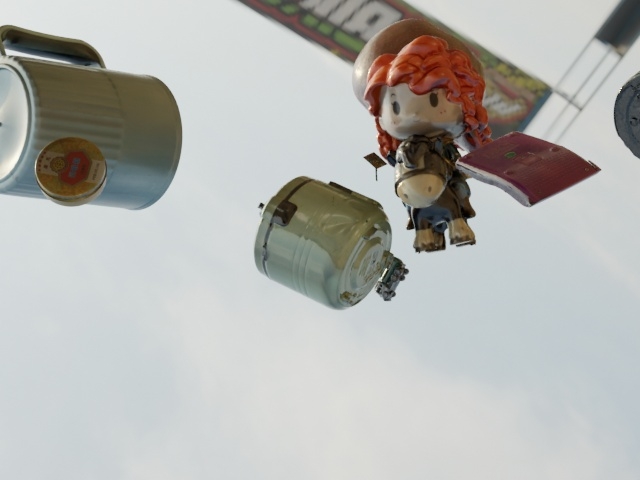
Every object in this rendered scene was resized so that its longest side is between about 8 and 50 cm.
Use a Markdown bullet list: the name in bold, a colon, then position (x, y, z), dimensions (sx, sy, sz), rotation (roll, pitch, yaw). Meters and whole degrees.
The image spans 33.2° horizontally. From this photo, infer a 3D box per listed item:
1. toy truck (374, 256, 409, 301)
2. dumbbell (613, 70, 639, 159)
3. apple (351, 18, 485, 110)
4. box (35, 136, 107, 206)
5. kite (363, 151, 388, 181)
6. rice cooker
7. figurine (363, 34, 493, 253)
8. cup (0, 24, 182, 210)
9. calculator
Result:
- **toy truck**: position (0.137, 0.074, 2.090), dimensions (0.044, 0.083, 0.039), rotation (36, -162, 25)
- **dumbbell**: position (0.682, -0.262, 1.988), dimensions (0.185, 0.185, 0.388), rotation (43, -137, 18)
- **apple**: position (0.222, -0.349, 2.352), dimensions (0.305, 0.235, 0.306), rotation (30, -175, -3)
- **box**: position (-0.371, -0.102, 1.601), dimensions (0.105, 0.037, 0.105), rotation (2, -116, -5)
- **kite**: position (0.091, -0.131, 1.863), dimensions (0.044, 0.002, 0.078), rotation (29, -143, 2)
- **rice cooker**: position (0.000, 0.000, 2.010), dimensions (0.244, 0.226, 0.226), rotation (22, -163, 26)
- **figurine**: position (0.206, -0.171, 2.030), dimensions (0.306, 0.241, 0.412), rotation (37, -133, -43)
- **cup**: position (-0.450, -0.227, 1.943), dimensions (0.256, 0.331, 0.311), rotation (-3, 176, 42)
- **calculator**: position (0.290, -0.108, 1.533), dimensions (0.126, 0.034, 0.190), rotation (-27, -146, -20)
